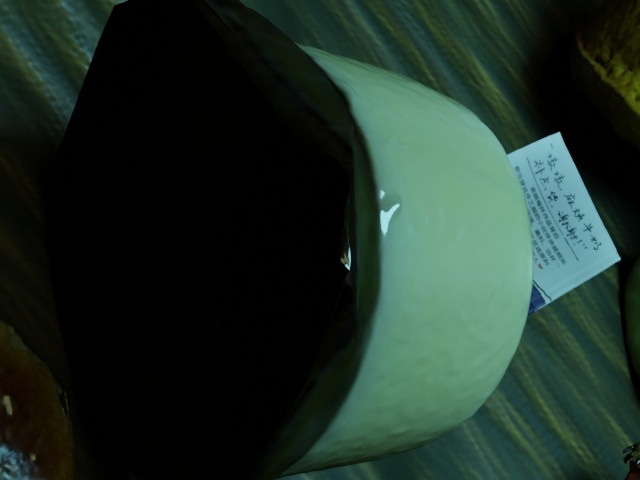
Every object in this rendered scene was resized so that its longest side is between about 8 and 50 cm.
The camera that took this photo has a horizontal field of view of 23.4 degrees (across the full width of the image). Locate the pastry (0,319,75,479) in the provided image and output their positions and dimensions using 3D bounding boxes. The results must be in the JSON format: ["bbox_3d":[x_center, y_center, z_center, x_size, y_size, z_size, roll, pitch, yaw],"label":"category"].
[{"bbox_3d":[-0.244,0.136,0.987,0.182,0.093,0.192,22,58,-33],"label":"pastry"}]

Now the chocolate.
[{"bbox_3d":[0.000,0.000,1.090,0.297,0.326,0.314,-8,44,-38],"label":"chocolate"}]

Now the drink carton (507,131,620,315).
[{"bbox_3d":[0.147,0.005,1.352,0.222,0.102,0.134,-25,86,-42],"label":"drink carton"}]

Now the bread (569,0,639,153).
[{"bbox_3d":[0.389,-0.159,1.519,0.312,0.172,0.312,26,25,-13],"label":"bread"}]

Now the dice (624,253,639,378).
[{"bbox_3d":[0.409,0.077,1.485,0.169,0.166,0.169,12,64,-35],"label":"dice"}]

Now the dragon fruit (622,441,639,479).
[{"bbox_3d":[0.316,0.275,1.325,0.172,0.172,0.209,18,65,-32],"label":"dragon fruit"}]
